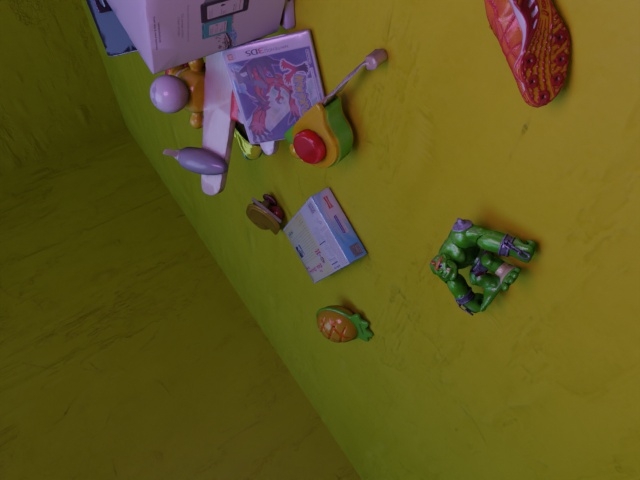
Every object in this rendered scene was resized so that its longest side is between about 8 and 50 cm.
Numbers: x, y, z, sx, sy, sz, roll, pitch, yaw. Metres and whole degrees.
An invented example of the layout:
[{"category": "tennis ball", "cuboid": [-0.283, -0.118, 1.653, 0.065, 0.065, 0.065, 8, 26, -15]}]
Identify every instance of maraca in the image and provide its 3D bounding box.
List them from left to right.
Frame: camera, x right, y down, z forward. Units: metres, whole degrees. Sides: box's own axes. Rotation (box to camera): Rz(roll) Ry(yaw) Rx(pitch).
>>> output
[{"category": "maraca", "cuboid": [0.067, 0.245, 1.427, 0.185, 0.099, 0.127, 3, 131, 37]}]

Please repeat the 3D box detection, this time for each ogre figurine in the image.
[{"category": "ogre figurine", "cuboid": [0.239, 0.038, 0.772, 0.118, 0.097, 0.197, 35, 168, 14]}]

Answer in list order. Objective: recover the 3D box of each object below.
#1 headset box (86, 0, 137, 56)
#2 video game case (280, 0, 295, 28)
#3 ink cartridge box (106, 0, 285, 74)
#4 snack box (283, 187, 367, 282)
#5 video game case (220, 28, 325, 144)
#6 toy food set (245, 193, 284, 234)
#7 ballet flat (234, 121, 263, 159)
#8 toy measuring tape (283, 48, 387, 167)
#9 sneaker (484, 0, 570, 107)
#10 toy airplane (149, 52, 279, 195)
[{"category": "headset box", "cuboid": [-0.440, -0.606, 1.203, 0.131, 0.283, 0.246, -1, 121, 23]}, {"category": "video game case", "cuboid": [-0.124, -0.550, 0.944, 0.227, 0.026, 0.206, 47, 155, 31]}, {"category": "ink cartridge box", "cuboid": [-0.218, -0.465, 0.854, 0.198, 0.270, 0.197, 56, 157, 10]}, {"category": "snack box", "cuboid": [0.000, 0.000, 1.309, 0.187, 0.060, 0.322, 60, 159, 3]}, {"category": "video game case", "cuboid": [-0.085, -0.303, 0.994, 0.023, 0.183, 0.201, -76, -25, -54]}, {"category": "toy food set", "cuboid": [-0.166, -0.093, 1.582, 0.128, 0.071, 0.218, 37, 161, -4]}, {"category": "ballet flat", "cuboid": [-0.232, -0.341, 1.415, 0.077, 0.077, 0.231, -34, 87, 48]}, {"category": "toy measuring tape", "cuboid": [0.037, -0.216, 0.907, 0.330, 0.121, 0.121, -26, 93, 56]}, {"category": "sneaker", "cuboid": [0.219, -0.231, 0.534, 0.067, 0.064, 0.175, -122, 12, -79]}, {"category": "toy airplane", "cuboid": [-0.261, -0.338, 1.174, 0.384, 0.272, 0.386, -25, 81, 52]}]
